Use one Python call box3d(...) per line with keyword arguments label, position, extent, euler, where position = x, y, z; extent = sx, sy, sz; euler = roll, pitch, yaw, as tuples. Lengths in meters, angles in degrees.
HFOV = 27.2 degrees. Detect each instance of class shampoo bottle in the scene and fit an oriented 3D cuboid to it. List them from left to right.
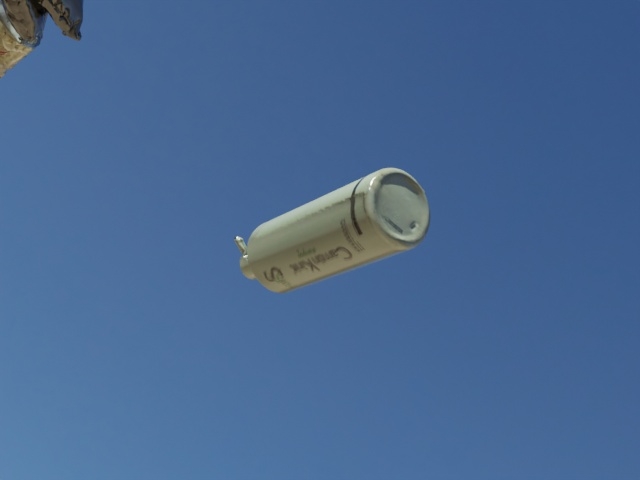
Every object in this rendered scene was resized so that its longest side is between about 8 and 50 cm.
box3d(label="shampoo bottle", position=(0.000, 0.000, 1.391), extent=(0.085, 0.085, 0.262), euler=(48, -39, -16))

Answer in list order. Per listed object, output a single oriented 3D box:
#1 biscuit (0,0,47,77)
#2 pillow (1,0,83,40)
box3d(label="biscuit", position=(-0.424, -0.287, 1.736), extent=(0.079, 0.186, 0.309), euler=(18, -26, -31))
box3d(label="pillow", position=(-0.336, -0.386, 1.357), extent=(0.101, 0.326, 0.228), euler=(-17, -28, 3))
